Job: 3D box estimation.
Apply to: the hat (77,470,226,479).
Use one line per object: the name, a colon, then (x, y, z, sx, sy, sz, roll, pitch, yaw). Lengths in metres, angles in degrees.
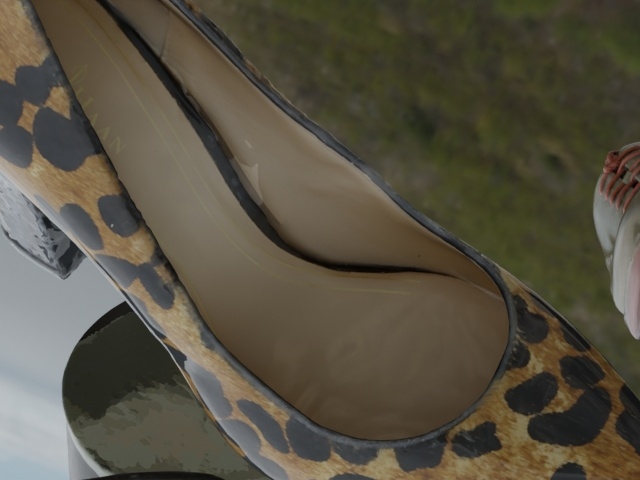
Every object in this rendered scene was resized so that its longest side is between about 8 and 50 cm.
hat: (-0.136, 0.264, 0.867, 0.331, 0.331, 0.134, 28, -153, -30)

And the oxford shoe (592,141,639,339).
oxford shoe: (0.238, -0.010, 1.243, 0.130, 0.123, 0.348, 52, -176, 15)

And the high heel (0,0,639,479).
high heel: (0.000, 0.000, 0.495, 0.261, 0.093, 0.186, 26, 156, 12)

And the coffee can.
coffee can: (-0.058, 0.190, 1.095, 0.201, 0.201, 0.275, 19, 131, 19)
